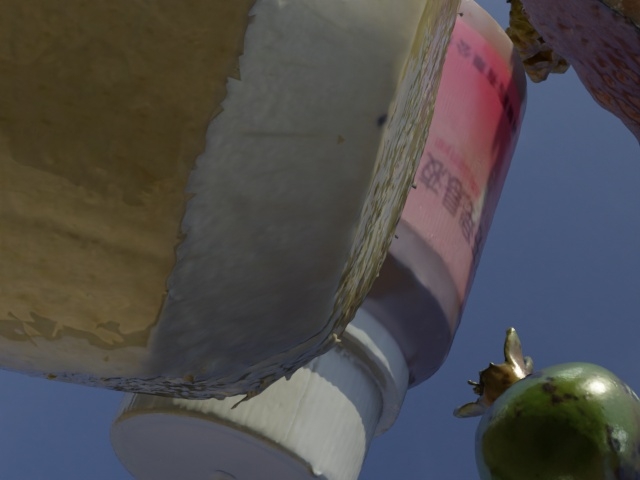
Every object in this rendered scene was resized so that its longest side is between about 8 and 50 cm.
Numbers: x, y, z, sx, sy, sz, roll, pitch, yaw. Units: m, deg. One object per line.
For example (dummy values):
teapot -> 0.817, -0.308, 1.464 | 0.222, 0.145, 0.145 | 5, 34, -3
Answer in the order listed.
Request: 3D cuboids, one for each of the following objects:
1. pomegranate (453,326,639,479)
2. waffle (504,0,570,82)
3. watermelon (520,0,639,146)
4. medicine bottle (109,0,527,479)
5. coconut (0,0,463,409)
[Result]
pomegranate -> 0.199, 0.173, 1.197 | 0.156, 0.156, 0.220 | -66, -164, 4
waffle -> 0.253, -0.250, 1.257 | 0.253, 0.249, 0.056 | -47, -108, 10
watermelon -> 0.216, -0.169, 0.696 | 0.226, 0.148, 0.318 | 3, -89, -11
medicine bottle -> 0.000, 0.000, 0.609 | 0.147, 0.147, 0.247 | -4, -131, 33
coconut -> -0.077, -0.061, 0.423 | 0.241, 0.241, 0.241 | -8, -104, 32
